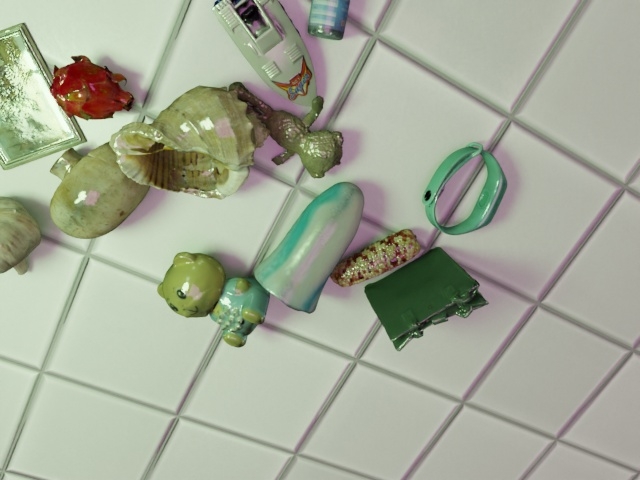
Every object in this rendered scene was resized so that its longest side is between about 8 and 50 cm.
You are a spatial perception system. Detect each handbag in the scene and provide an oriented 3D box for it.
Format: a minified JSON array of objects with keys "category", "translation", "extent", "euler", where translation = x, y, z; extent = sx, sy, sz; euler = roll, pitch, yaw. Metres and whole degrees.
[{"category":"handbag","translation":[0.256,0.141,1.141],"extent":[0.248,0.260,0.079],"euler":[-31,112,4]}]

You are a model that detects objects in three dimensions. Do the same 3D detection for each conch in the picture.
[{"category":"conch","translation":[-0.275,-0.214,0.995],"extent":[0.325,0.186,0.263],"euler":[1,128,-8]}]

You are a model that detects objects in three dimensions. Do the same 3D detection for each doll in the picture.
[{"category":"doll","translation":[-0.084,-0.256,1.058],"extent":[0.286,0.091,0.202],"euler":[8,118,2]},{"category":"doll","translation":[-0.271,0.136,1.140],"extent":[0.261,0.161,0.177],"euler":[27,127,-16]}]

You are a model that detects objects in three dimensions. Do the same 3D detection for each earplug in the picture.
[{"category":"earplug","translation":[0.000,0.000,1.118],"extent":[0.185,0.185,0.323],"euler":[33,99,-16]}]

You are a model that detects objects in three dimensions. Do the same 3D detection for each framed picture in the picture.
[{"category":"framed picture","translation":[-0.690,-0.313,1.004],"extent":[0.217,0.017,0.274],"euler":[-20,112,3]}]

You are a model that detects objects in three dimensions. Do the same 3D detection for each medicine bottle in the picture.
[{"category":"medicine bottle","translation":[0.027,-0.540,0.953],"extent":[0.084,0.083,0.202],"euler":[6,110,-8]}]

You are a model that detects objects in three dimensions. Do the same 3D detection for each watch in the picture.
[{"category":"watch","translation":[0.370,-0.127,1.146],"extent":[0.195,0.068,0.236],"euler":[16,107,-18]}]

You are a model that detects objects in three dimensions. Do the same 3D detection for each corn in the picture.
[{"category":"corn","translation":[0.142,0.053,1.190],"extent":[0.254,0.086,0.086],"euler":[-26,111,6]}]

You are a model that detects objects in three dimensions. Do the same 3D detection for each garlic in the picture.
[{"category":"garlic","translation":[-0.748,0.016,1.053],"extent":[0.219,0.218,0.212],"euler":[-13,141,-1]}]

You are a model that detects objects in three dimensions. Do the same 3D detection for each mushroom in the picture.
[{"category":"mushroom","translation":[-0.512,-0.116,1.006],"extent":[0.195,0.189,0.253],"euler":[42,97,-20]}]

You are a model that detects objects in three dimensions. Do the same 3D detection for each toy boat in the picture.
[{"category":"toy boat","translation":[-0.098,-0.418,0.986],"extent":[0.129,0.088,0.295],"euler":[-34,118,9]}]

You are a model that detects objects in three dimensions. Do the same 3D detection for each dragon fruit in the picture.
[{"category":"dragon fruit","translation":[-0.492,-0.319,0.960],"extent":[0.166,0.133,0.136],"euler":[14,102,-9]}]

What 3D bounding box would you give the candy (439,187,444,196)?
[{"category":"candy","translation":[0.306,-0.127,1.172],"extent":[0.030,0.020,0.083],"euler":[15,107,-28]}]
